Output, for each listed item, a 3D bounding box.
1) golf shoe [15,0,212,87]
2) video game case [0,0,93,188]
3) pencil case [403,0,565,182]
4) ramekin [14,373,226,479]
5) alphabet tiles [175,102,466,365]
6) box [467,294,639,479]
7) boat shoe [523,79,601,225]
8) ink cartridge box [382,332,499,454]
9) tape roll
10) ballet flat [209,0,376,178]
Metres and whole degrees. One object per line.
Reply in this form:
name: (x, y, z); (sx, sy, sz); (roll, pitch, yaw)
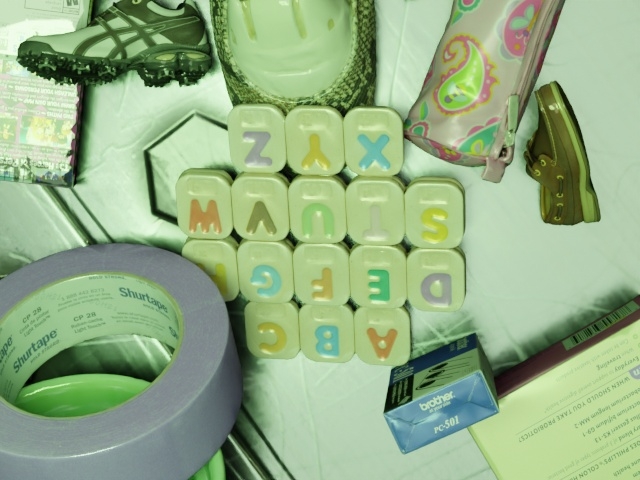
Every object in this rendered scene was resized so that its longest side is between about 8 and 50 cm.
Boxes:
golf shoe: (-0.204, -0.200, 1.469); (0.198, 0.077, 0.094); (-2, 83, -31)
video game case: (-0.351, -0.169, 1.503); (0.232, 0.042, 0.210); (6, 97, -4)
pencil case: (0.175, -0.202, 1.432); (0.124, 0.124, 0.284); (20, 94, 3)
ramekin: (-0.229, 0.287, 1.427); (0.303, 0.303, 0.148); (-5, 132, 5)
alphabet tiles: (0.000, 0.000, 1.463); (0.284, 0.021, 0.278); (2, 117, 10)
box: (0.289, 0.213, 1.466); (0.213, 0.117, 0.243); (-31, 91, 6)
boat shoe: (0.225, -0.076, 1.433); (0.060, 0.064, 0.178); (-15, 136, 8)
ink cartridge box: (0.115, 0.142, 1.427); (0.097, 0.207, 0.046); (-25, 93, 6)
tape roll: (-0.215, 0.126, 1.422); (0.274, 0.275, 0.090); (-5, 133, 5)
ballet flat: (-0.032, -0.294, 1.413); (0.164, 0.182, 0.483); (0, 96, 6)
